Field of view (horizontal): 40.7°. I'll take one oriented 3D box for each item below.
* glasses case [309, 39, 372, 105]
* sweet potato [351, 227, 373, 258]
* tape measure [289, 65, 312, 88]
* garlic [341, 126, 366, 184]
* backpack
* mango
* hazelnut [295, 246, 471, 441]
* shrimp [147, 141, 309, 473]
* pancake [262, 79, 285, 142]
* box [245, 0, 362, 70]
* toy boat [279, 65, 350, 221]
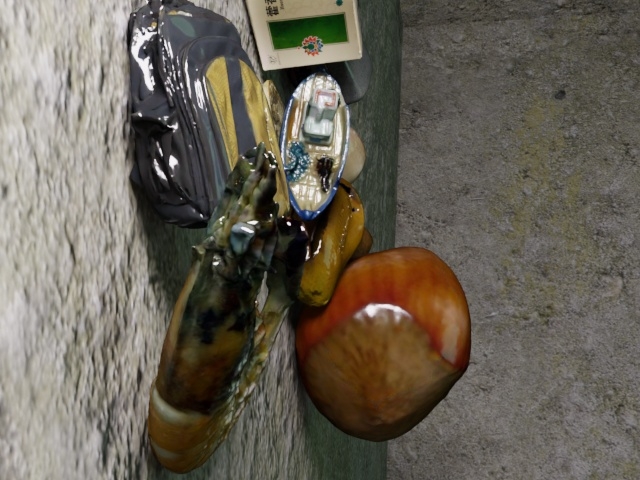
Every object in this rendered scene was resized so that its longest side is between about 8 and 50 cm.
[{"bbox_3d":[-0.001,-0.391,1.515,0.323,0.074,0.131,59,36,-35],"label":"glasses case"},{"bbox_3d":[0.046,-0.003,1.898,0.292,0.097,0.097,12,77,-73],"label":"sweet potato"},{"bbox_3d":[-0.023,-0.342,1.629,0.118,0.074,0.125,-50,133,-66],"label":"tape measure"},{"bbox_3d":[0.005,-0.168,1.669,0.164,0.145,0.245,59,-2,19],"label":"garlic"},{"bbox_3d":[-0.130,-0.135,0.919,0.206,0.133,0.258,-22,104,-70],"label":"backpack"},{"bbox_3d":[0.000,0.000,1.513,0.151,0.156,0.249,-45,-149,51],"label":"mango"},{"bbox_3d":[0.112,0.180,1.609,0.366,0.365,0.366,-1,90,-79],"label":"hazelnut"},{"bbox_3d":[-0.074,0.067,0.886,0.272,0.085,0.445,-50,162,-43],"label":"shrimp"},{"bbox_3d":[-0.080,-0.187,1.429,0.158,0.028,0.158,-2,90,-82],"label":"pancake"},{"bbox_3d":[-0.030,-0.383,1.332,0.212,0.168,0.095,77,12,-45],"label":"box"},{"bbox_3d":[-0.008,-0.159,1.391,0.115,0.114,0.262,162,-65,-83],"label":"toy boat"}]
